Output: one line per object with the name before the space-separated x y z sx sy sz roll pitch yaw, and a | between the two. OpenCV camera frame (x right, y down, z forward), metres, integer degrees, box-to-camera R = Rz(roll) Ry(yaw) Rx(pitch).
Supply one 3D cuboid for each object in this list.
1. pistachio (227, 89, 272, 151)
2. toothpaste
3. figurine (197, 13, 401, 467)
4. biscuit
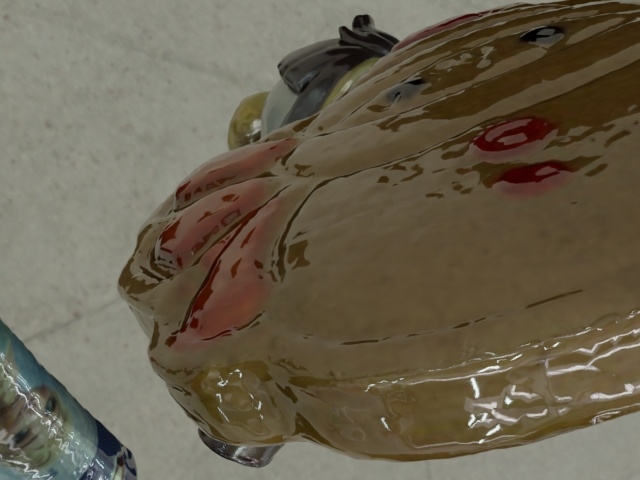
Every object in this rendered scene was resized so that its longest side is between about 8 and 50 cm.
pistachio | -0.007 -0.077 1.209 0.189 0.100 0.110 14 122 -25
toothpaste | -0.104 0.057 0.418 0.062 0.037 0.216 -33 146 -2
figurine | 0.000 0.000 1.018 0.167 0.281 0.370 23 107 3
biscuit | 0.078 -0.034 0.592 0.358 0.381 0.074 -19 116 3
